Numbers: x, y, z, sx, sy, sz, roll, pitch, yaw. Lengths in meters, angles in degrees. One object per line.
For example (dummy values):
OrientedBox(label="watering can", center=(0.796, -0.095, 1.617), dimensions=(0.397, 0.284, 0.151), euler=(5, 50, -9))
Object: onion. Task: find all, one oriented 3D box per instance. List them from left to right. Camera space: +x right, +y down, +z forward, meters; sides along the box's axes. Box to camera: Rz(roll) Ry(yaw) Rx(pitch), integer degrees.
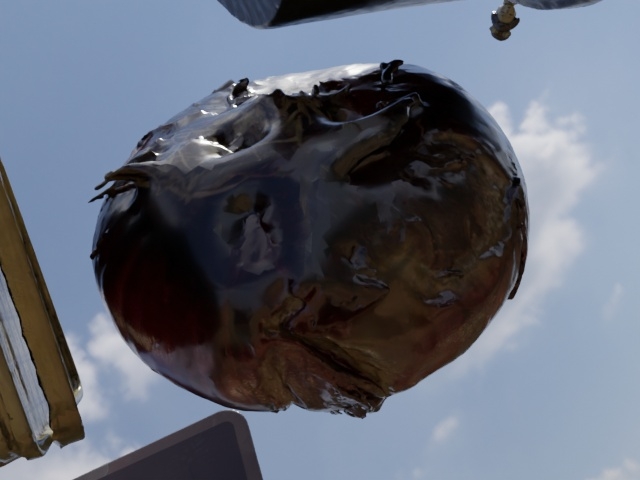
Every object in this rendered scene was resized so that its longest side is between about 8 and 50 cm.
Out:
OrientedBox(label="onion", center=(0.000, 0.000, 0.832), dimensions=(0.314, 0.314, 0.232), euler=(-37, -49, -22))

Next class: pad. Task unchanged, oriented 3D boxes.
OrientedBox(label="pad", center=(-0.174, 0.284, 1.154), dimensions=(0.266, 0.176, 0.002), euler=(-26, -38, 9))

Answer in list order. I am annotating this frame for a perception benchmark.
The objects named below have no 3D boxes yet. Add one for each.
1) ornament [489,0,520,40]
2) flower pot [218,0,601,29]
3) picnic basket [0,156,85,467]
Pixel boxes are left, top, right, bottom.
OrientedBox(label="ornament", center=(0.254, -0.334, 1.411), dimensions=(0.088, 0.081, 0.203), euler=(12, -74, -14))
OrientedBox(label="flower pot", center=(0.026, -0.295, 0.795), dimensions=(0.251, 0.379, 0.379), euler=(-26, -29, -16))
OrientedBox(label="picnic basket", center=(-0.253, 0.034, 0.707), dimensions=(0.175, 0.228, 0.313), euler=(-19, 0, -8))
